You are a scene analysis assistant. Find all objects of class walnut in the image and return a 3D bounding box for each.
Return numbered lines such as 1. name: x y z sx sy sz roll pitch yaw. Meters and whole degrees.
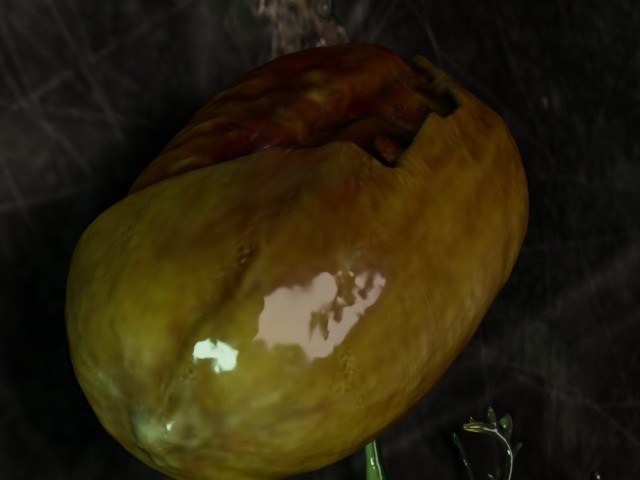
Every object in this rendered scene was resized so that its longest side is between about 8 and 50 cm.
1. walnut: 0.000 0.000 0.606 0.207 0.116 0.115 -42 111 -43

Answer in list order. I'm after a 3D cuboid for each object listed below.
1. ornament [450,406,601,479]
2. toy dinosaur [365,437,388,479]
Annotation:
1. ornament: 0.087 0.109 0.729 0.125 0.028 0.073 57 48 -22
2. toy dinosaur: 0.024 0.106 0.671 0.060 0.029 0.119 13 65 -60
